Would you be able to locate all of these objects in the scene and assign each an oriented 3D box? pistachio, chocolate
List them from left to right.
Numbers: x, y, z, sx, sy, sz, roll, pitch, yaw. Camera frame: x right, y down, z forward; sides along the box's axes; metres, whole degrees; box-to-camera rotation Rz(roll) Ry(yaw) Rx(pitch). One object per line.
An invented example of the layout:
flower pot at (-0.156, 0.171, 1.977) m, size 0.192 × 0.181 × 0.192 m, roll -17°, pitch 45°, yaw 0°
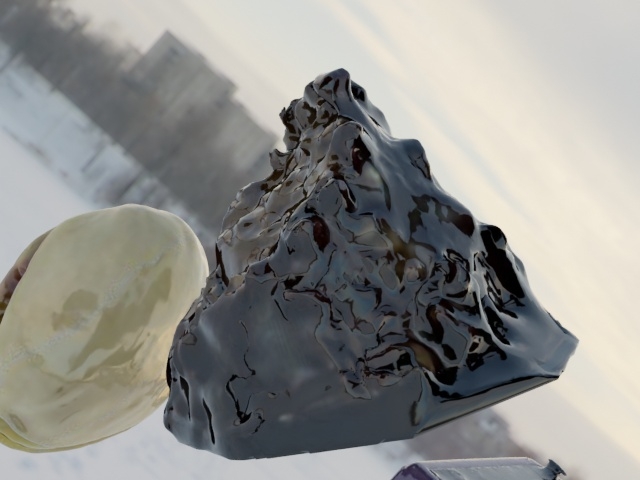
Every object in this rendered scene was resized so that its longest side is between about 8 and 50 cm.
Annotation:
pistachio at (-0.147, 0.060, 1.094) m, size 0.145 × 0.200 × 0.117 m, roll 46°, pitch -39°, yaw -18°
chocolate at (0.000, 0.000, 0.876) m, size 0.224 × 0.206 × 0.177 m, roll 2°, pitch -72°, yaw 63°

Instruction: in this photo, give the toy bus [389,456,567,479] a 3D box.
toy bus at (0.104, 0.185, 1.010) m, size 0.098 × 0.087 × 0.178 m, roll 45°, pitch 19°, yaw 30°
